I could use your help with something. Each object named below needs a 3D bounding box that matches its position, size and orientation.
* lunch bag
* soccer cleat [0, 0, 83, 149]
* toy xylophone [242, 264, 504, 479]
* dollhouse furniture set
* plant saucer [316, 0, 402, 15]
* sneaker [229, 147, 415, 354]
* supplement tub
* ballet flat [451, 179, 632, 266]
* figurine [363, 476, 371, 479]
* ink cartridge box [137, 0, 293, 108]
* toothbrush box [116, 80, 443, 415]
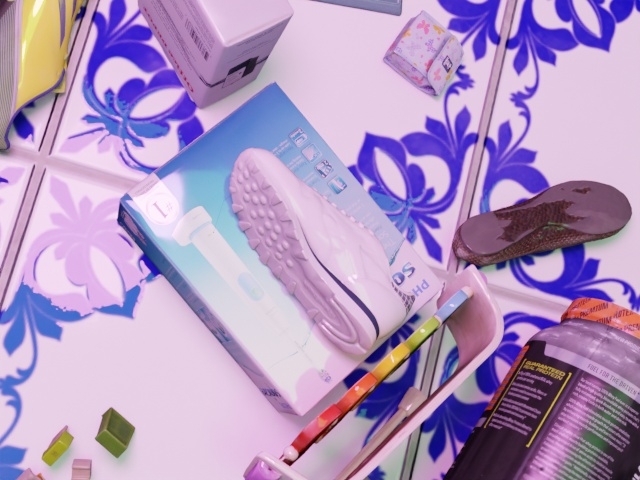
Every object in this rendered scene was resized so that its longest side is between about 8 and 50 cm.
[{"bbox_3d":[0.132,-0.229,1.107,0.083,0.053,0.071,39,77,-14],"label":"lunch bag"},{"bbox_3d":[-0.317,-0.231,1.002,0.121,0.093,0.289,43,68,-35],"label":"soccer cleat"},{"bbox_3d":[0.057,0.171,0.926,0.323,0.236,0.081,-36,78,-33],"label":"toy xylophone"},{"bbox_3d":[-0.270,0.249,0.963,0.076,0.058,0.151,44,95,-11],"label":"dollhouse furniture set"},{"bbox_3d":[0.013,-0.327,1.112,0.192,0.018,0.067,7,81,-12],"label":"plant saucer"},{"bbox_3d":[0.000,0.000,0.908,0.095,0.090,0.235,-37,95,-31],"label":"sneaker"},{"bbox_3d":[0.271,0.233,0.999,0.194,0.193,0.316,36,77,-6],"label":"supplement tub"},{"bbox_3d":[0.273,-0.016,1.111,0.250,0.058,0.084,-15,64,-20],"label":"ballet flat"},{"bbox_3d":[0.035,0.377,0.989,0.209,0.092,0.215,-37,90,-23],"label":"figurine"},{"bbox_3d":[-0.121,-0.252,0.973,0.087,0.208,0.153,-30,90,-18],"label":"ink cartridge box"},{"bbox_3d":[-0.047,0.013,0.993,0.216,0.126,0.295,-41,92,-16],"label":"toothbrush box"}]
